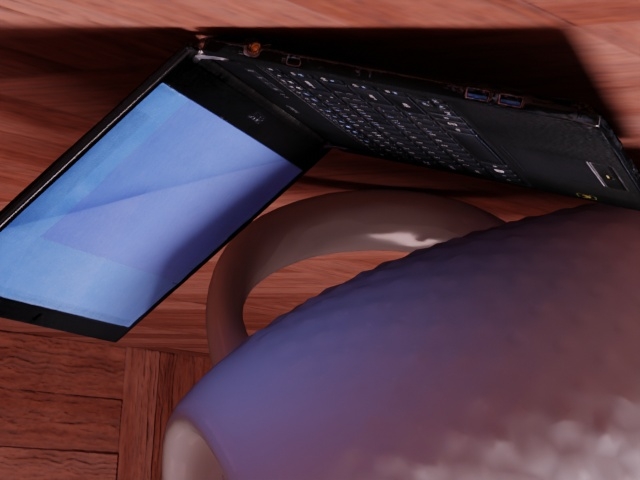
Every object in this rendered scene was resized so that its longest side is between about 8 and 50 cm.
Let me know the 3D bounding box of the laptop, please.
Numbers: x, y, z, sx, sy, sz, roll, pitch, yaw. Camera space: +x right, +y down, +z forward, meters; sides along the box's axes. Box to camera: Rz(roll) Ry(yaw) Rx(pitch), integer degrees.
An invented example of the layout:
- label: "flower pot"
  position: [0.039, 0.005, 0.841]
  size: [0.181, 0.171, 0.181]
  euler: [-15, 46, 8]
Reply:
- label: "laptop"
  position: [0.000, 0.000, 0.883]
  size: [0.264, 0.137, 0.234]
  euler: [12, 176, 16]

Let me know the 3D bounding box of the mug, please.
- label: "mug"
  position: [0.076, 0.102, 1.074]
  size: [0.328, 0.374, 0.276]
  euler: [-12, 135, -20]
